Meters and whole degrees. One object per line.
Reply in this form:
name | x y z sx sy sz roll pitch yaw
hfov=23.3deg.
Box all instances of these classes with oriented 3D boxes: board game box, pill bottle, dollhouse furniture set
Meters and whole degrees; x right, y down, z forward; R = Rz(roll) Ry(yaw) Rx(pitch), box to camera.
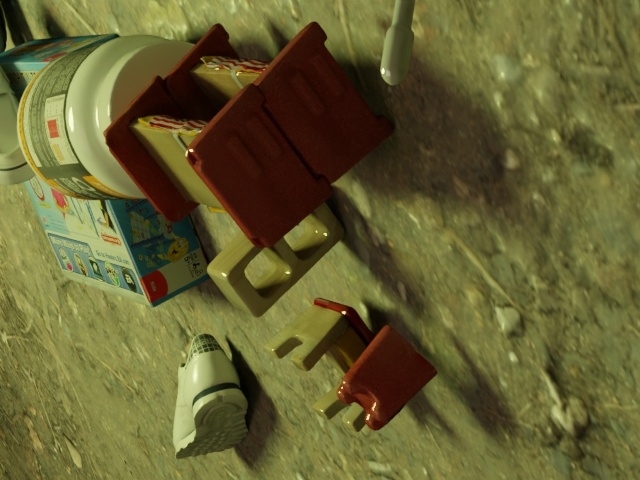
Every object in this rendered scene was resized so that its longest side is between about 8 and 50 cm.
board game box | -0.277 -0.089 1.854 0.308 0.086 0.302 12 126 61
pill bottle | -0.193 -0.120 1.547 0.278 0.162 0.162 3 118 64
dollhouse furniture set | 0.000 0.000 1.349 0.374 0.152 0.201 53 162 -26

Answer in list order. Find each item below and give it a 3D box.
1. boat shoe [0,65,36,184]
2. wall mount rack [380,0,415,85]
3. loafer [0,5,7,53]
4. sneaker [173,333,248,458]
boat shoe | -0.403 -0.176 1.802 0.267 0.096 0.088 57 162 33
wall mount rack | 0.054 -0.277 0.897 0.304 0.130 0.350 61 158 3
loafer | -0.480 -0.362 1.964 0.095 0.109 0.302 -71 -38 -72
sneaker | -0.141 0.199 1.914 0.235 0.090 0.095 116 136 -58
